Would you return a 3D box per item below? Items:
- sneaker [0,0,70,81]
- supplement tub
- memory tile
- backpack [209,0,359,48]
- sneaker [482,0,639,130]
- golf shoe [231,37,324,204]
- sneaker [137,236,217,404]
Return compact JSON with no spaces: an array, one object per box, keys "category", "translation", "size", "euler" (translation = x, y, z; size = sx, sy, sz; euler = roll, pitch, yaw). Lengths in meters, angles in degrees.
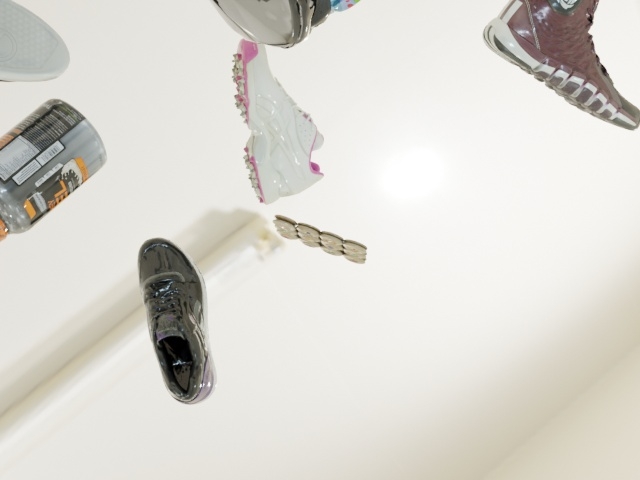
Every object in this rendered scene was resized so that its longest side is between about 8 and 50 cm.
[{"category":"sneaker","translation":[-0.449,-0.217,1.234],"size":[0.147,0.296,0.104],"euler":[135,-43,-57]},{"category":"supplement tub","translation":[-0.383,-0.089,1.392],"size":[0.117,0.117,0.190],"euler":[18,-125,46]},{"category":"memory tile","translation":[0.000,0.000,1.593],"size":[0.148,0.113,0.012],"euler":[20,-102,5]},{"category":"backpack","translation":[0.023,-0.387,0.950],"size":[0.273,0.290,0.355],"euler":[17,-116,39]},{"category":"sneaker","translation":[0.379,-0.278,1.495],"size":[0.162,0.281,0.106],"euler":[-58,-157,8]},{"category":"golf shoe","translation":[-0.071,-0.209,1.801],"size":[0.140,0.306,0.115],"euler":[-12,-144,-6]},{"category":"sneaker","translation":[-0.233,0.123,1.712],"size":[0.107,0.124,0.283],"euler":[-18,-100,0]}]
